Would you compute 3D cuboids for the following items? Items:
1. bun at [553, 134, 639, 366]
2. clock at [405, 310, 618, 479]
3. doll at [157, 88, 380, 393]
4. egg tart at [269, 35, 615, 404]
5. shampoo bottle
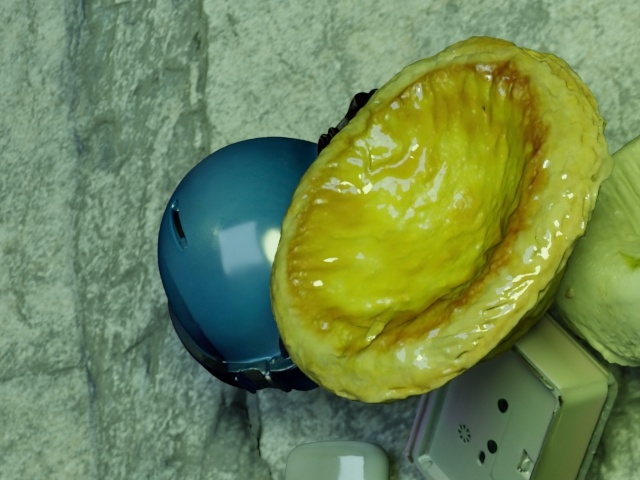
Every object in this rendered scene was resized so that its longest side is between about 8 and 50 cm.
[{"bbox_3d":[0.308,0.007,1.546,0.259,0.160,0.259,-21,38,18],"label":"bun"},{"bbox_3d":[0.153,0.149,1.613,0.147,0.071,0.192,47,137,38],"label":"clock"},{"bbox_3d":[0.000,0.000,1.743,0.310,0.240,0.284,-35,41,16],"label":"doll"},{"bbox_3d":[0.106,-0.004,1.520,0.319,0.128,0.319,-26,45,30],"label":"egg tart"},{"bbox_3d":[0.008,0.290,1.742,0.108,0.051,0.221,-6,70,33],"label":"shampoo bottle"}]
